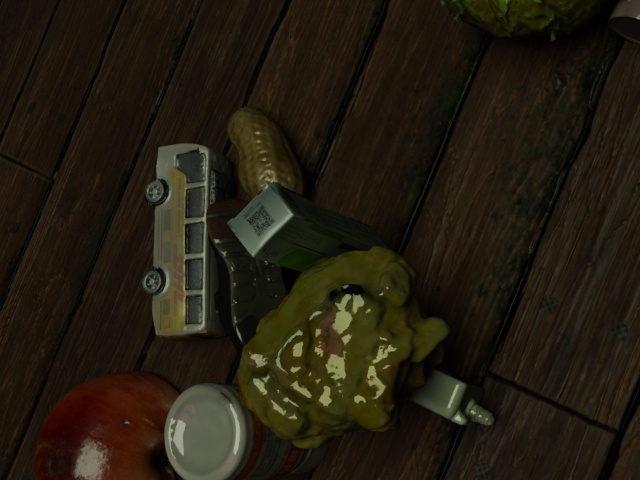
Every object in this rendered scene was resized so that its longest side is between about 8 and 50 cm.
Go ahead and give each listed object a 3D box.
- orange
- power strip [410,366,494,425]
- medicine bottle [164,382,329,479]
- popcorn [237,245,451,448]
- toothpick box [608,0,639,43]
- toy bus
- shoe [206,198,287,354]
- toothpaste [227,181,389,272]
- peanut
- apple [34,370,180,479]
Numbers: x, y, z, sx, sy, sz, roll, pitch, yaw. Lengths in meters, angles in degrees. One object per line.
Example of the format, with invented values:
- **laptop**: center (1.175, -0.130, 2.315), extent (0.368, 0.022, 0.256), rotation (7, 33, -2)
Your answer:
- **orange**: center (0.299, -0.407, 1.178), extent (0.301, 0.223, 0.300), rotation (-3, 61, 43)
- **power strip**: center (0.102, 0.183, 1.221), extent (0.338, 0.098, 0.058), rotation (23, 87, 32)
- **medicine bottle**: center (-0.099, 0.280, 1.224), extent (0.144, 0.252, 0.144), rotation (-5, 78, 27)
- **popcorn**: center (0.028, 0.139, 1.095), extent (0.252, 0.215, 0.286), rotation (39, 95, 37)
- **toothpick box**: center (0.467, -0.349, 1.139), extent (0.098, 0.098, 0.149), rotation (25, 91, 32)
- **toy bus**: center (-0.226, 0.000, 1.454), extent (0.138, 0.097, 0.342), rotation (-6, 75, 26)
- **shoe**: center (-0.115, 0.068, 1.360), extent (0.114, 0.137, 0.291), rotation (-8, 64, -15)
- **toothpaste**: center (0.000, 0.000, 1.183), extent (0.081, 0.336, 0.067), rotation (-44, 65, 13)
- **peanut**: center (-0.096, -0.135, 1.414), extent (0.108, 0.095, 0.226), rotation (-32, 63, 16)
- **apple**: center (-0.369, 0.364, 1.412), extent (0.251, 0.163, 0.293), rotation (-6, 77, 30)
